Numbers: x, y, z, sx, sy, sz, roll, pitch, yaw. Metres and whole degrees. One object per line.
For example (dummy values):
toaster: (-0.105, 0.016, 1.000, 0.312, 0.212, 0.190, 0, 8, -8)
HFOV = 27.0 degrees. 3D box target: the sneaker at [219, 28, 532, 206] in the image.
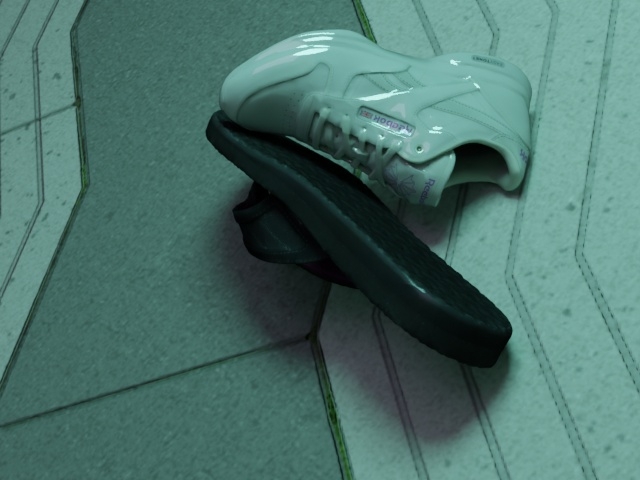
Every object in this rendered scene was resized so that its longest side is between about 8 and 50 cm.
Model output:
sneaker: (0.056, -0.112, 1.257, 0.305, 0.114, 0.152, 3, 57, -5)

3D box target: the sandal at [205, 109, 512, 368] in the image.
sandal: (-0.001, 0.000, 1.248, 0.107, 0.167, 0.446, -59, 40, 13)
